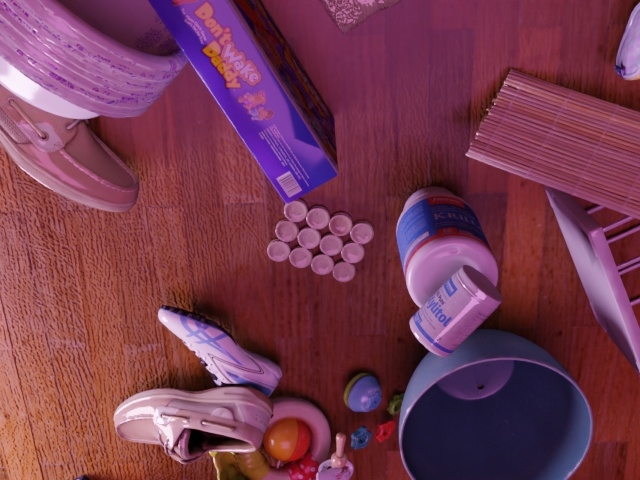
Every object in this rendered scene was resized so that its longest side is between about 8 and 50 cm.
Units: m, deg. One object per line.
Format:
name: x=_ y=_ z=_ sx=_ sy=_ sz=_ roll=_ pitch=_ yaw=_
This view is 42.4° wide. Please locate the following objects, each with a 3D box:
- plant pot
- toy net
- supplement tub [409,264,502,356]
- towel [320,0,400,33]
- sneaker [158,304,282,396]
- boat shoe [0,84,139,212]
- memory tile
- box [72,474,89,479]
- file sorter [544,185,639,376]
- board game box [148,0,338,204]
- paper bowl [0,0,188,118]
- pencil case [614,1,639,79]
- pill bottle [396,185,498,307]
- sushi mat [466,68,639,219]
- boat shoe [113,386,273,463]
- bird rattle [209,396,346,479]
plant pot: x=0.261 y=0.254 z=1.321 sx=0.291 sy=0.195 sz=0.290 roll=-1 pitch=117 yaw=-1
toy net: x=0.054 y=0.343 z=1.406 sx=0.122 sy=0.045 sz=0.232 roll=33 pitch=87 yaw=-45
supplement tub: x=0.173 y=0.091 z=1.062 sx=0.071 sy=0.071 sz=0.107 roll=34 pitch=110 yaw=-16
towel: x=0.035 y=-0.363 z=1.108 sx=0.110 sy=0.027 sz=0.148 roll=-28 pitch=113 yaw=13
sneaker: x=-0.168 y=0.185 z=1.334 sx=0.237 sy=0.085 sz=0.086 roll=38 pitch=79 yaw=-19
boat shoe: x=-0.383 y=-0.169 z=1.142 sx=0.341 sy=0.121 sz=0.110 roll=37 pitch=111 yaw=-16
memory tile: x=0.000 y=0.000 z=1.293 sx=0.148 sy=0.012 sz=0.113 roll=19 pitch=114 yaw=-9
box: x=-0.474 y=0.525 z=1.462 sx=0.158 sy=0.156 sz=0.093 roll=-27 pitch=113 yaw=11
file sorter: x=0.482 y=0.027 z=1.220 sx=0.173 sy=0.192 sz=0.277 roll=-25 pitch=114 yaw=7
board game box: x=-0.100 y=-0.244 z=1.049 sx=0.078 sy=0.233 sz=0.347 roll=-29 pitch=114 yaw=13
paper bowl: x=-0.313 y=-0.262 z=1.008 sx=0.284 sy=0.284 sz=0.148 roll=37 pitch=114 yaw=-17
pencil case: x=0.548 y=-0.250 z=1.120 sx=0.273 sy=0.124 sz=0.113 roll=9 pitch=115 yaw=-7
pill bottle: x=0.173 y=0.005 z=1.182 sx=0.124 sy=0.221 sz=0.124 roll=-1 pitch=117 yaw=-1
sushi mat: x=0.370 y=-0.125 z=1.115 sx=0.317 sy=0.019 sz=0.151 roll=23 pitch=78 yaw=19
boat shoe: x=-0.222 y=0.309 z=1.354 sx=0.303 sy=0.098 sz=0.109 roll=-9 pitch=135 yaw=24
bird rattle: x=-0.059 y=0.373 z=1.418 sx=0.254 sy=0.143 sz=0.206 roll=18 pitch=98 yaw=-13
